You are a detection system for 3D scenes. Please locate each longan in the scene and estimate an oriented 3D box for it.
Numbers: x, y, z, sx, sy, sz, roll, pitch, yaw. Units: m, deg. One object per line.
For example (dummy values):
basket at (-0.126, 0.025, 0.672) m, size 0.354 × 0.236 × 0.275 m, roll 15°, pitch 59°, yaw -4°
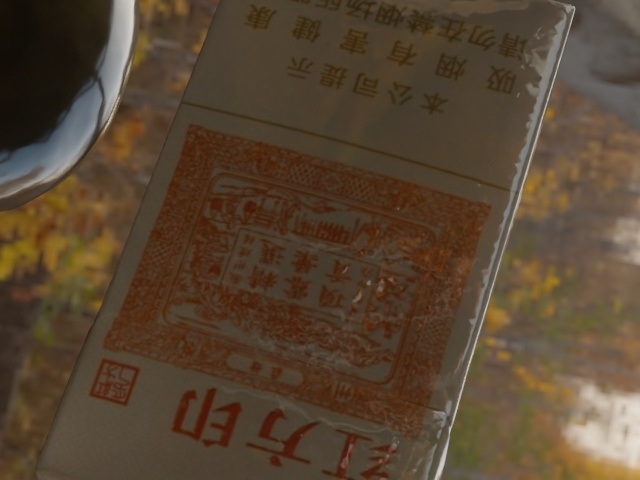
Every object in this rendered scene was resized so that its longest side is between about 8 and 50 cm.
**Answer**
longan at (-0.277, -0.161, 1.341) m, size 0.319 × 0.319 × 0.319 m, roll 10°, pitch 90°, yaw -83°

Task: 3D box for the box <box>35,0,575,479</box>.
box at (0.000, 0.000, 1.064) m, size 0.051 × 0.205 × 0.365 m, roll 91°, pitch 16°, yaw -64°
